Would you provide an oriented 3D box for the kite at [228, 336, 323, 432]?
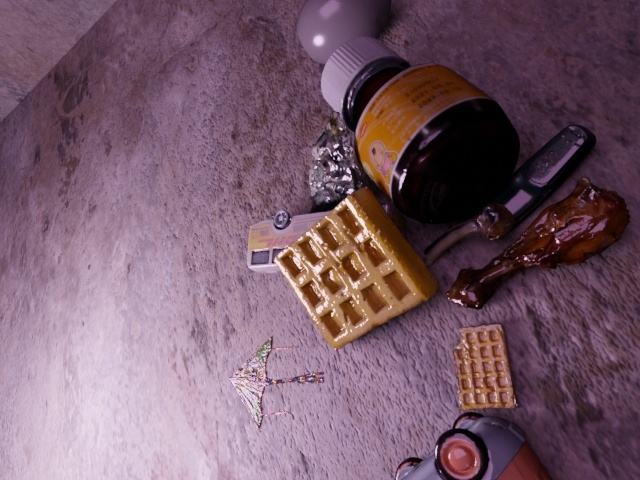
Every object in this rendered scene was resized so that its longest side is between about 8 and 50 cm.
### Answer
[{"bbox_3d":[-0.101,0.299,0.945,0.244,0.006,0.198,-9,68,30],"label":"kite"}]

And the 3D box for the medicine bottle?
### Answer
[{"bbox_3d":[0.158,-0.226,0.851,0.242,0.242,0.395,-42,46,12],"label":"medicine bottle"}]

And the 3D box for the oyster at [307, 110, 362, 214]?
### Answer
[{"bbox_3d":[0.021,-0.147,0.909,0.087,0.199,0.252,-25,13,-20],"label":"oyster"}]

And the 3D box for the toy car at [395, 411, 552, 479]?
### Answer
[{"bbox_3d":[0.207,0.385,0.624,0.270,0.180,0.212,-44,65,10],"label":"toy car"}]

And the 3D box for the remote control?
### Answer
[{"bbox_3d":[0.371,-0.106,0.775,0.222,0.042,0.072,-48,56,15],"label":"remote control"}]

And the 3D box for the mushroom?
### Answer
[{"bbox_3d":[0.254,-0.007,0.793,0.187,0.061,0.060,-34,77,44],"label":"mushroom"}]

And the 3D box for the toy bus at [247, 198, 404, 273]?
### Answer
[{"bbox_3d":[0.000,0.000,0.938,0.343,0.097,0.137,-4,72,31],"label":"toy bus"}]

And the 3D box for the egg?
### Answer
[{"bbox_3d":[0.056,-0.520,1.050,0.232,0.176,0.176,-37,57,12],"label":"egg"}]

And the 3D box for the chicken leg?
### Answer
[{"bbox_3d":[0.339,0.021,0.733,0.304,0.093,0.113,-37,39,25],"label":"chicken leg"}]

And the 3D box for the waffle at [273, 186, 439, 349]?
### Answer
[{"bbox_3d":[0.053,0.060,0.820,0.248,0.055,0.221,-38,84,33],"label":"waffle"}]

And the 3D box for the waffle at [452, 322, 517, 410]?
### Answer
[{"bbox_3d":[0.265,0.207,0.740,0.092,0.021,0.134,-15,65,27],"label":"waffle"}]
